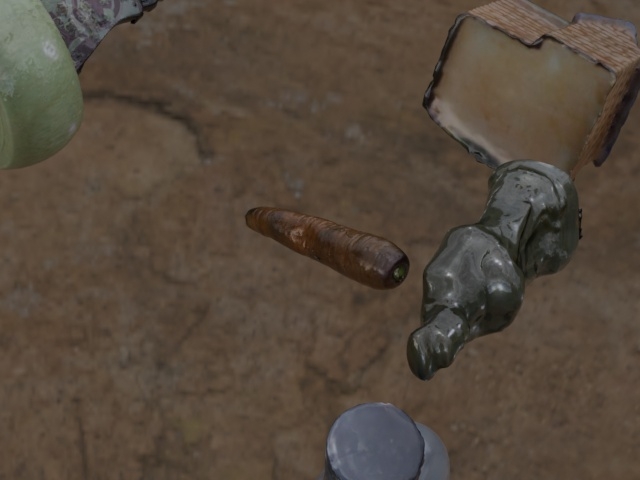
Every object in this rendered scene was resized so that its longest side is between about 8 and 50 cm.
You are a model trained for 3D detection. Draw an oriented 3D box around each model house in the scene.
[{"bbox_3d":[0.231,-0.165,1.519,0.183,0.166,0.172,32,36,18],"label":"model house"}]

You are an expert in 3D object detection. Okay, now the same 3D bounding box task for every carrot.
[{"bbox_3d":[0.001,0.000,1.032,0.036,0.035,0.165,-31,33,-30],"label":"carrot"}]

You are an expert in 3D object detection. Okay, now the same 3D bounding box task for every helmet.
[{"bbox_3d":[-0.245,-0.213,1.398,0.107,0.153,0.177,52,24,-10],"label":"helmet"}]

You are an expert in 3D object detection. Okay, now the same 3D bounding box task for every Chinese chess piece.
[{"bbox_3d":[-0.212,-0.114,0.947,0.058,0.144,0.144,-32,60,-25],"label":"Chinese chess piece"}]

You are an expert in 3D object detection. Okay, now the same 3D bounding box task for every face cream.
[{"bbox_3d":[0.026,0.176,0.904,0.071,0.291,0.144,34,64,16],"label":"face cream"}]

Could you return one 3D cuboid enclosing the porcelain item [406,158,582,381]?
[{"bbox_3d":[0.107,0.021,0.970,0.069,0.081,0.216,11,30,25],"label":"porcelain item"}]
